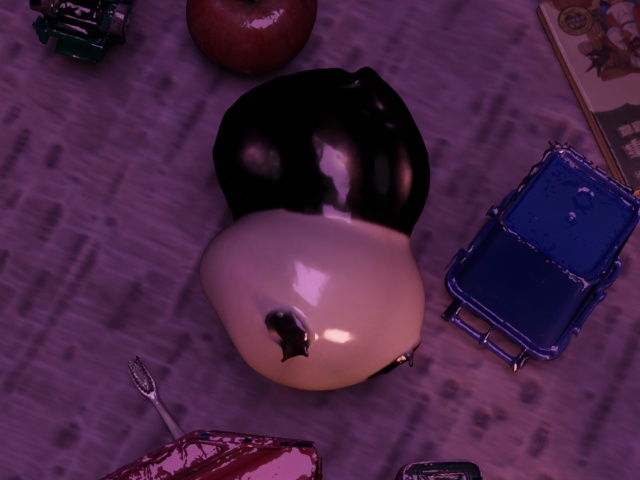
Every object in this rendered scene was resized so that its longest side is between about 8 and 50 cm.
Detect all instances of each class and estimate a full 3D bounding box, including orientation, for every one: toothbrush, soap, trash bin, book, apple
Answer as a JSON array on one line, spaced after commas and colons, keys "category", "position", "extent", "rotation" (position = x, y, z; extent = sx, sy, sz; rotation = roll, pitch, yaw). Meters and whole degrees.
[{"category": "toothbrush", "position": [-0.127, 0.244, 1.446], "extent": [0.021, 0.024, 0.288], "rotation": [-33, 76, -11]}, {"category": "soap", "position": [-0.110, 0.277, 1.377], "extent": [0.250, 0.099, 0.162], "rotation": [-26, 78, -2]}, {"category": "trash bin", "position": [0.235, 0.018, 1.428], "extent": [0.162, 0.234, 0.184], "rotation": [36, 73, 8]}, {"category": "book", "position": [0.401, -0.198, 1.618], "extent": [0.202, 0.027, 0.264], "rotation": [-18, 73, -9]}, {"category": "apple", "position": [-0.080, -0.265, 1.569], "extent": [0.153, 0.120, 0.153], "rotation": [-1, 72, 3]}]

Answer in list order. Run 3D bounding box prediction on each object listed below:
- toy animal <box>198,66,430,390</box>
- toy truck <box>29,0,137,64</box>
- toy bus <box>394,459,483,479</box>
[{"category": "toy animal", "position": [0.000, 0.000, 1.408], "extent": [0.251, 0.251, 0.309], "rotation": [-4, 67, -4]}, {"category": "toy truck", "position": [-0.254, -0.300, 1.578], "extent": [0.110, 0.116, 0.216], "rotation": [17, 64, 1]}, {"category": "toy bus", "position": [0.126, 0.328, 1.388], "extent": [0.096, 0.108, 0.198], "rotation": [-2, 74, -8]}]
